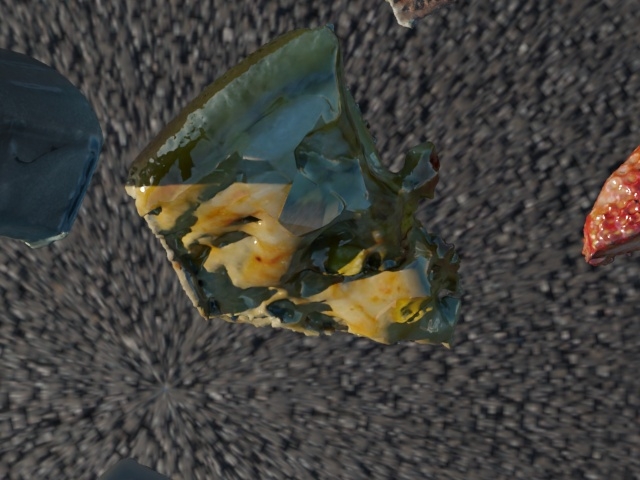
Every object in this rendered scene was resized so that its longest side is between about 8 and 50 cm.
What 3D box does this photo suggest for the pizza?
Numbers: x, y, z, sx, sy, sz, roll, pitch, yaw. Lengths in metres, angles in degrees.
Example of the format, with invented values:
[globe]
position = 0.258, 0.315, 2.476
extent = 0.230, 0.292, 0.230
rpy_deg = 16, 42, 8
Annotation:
[pizza]
position = 0.000, 0.000, 1.066
extent = 0.189, 0.297, 0.071
rpy_deg = -32, 46, 3

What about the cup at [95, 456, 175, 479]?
[cup]
position = -0.049, 0.239, 0.950
extent = 0.301, 0.227, 0.257
rpy_deg = -41, 94, 13

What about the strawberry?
[strawberry]
position = 0.375, -0.062, 1.673
extent = 0.236, 0.175, 0.106
rpy_deg = -6, 68, -33

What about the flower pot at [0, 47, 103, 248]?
[flower pot]
position = -0.238, -0.066, 0.874
extent = 0.229, 0.108, 0.103
rpy_deg = 16, 95, 30

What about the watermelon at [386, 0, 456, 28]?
[watermelon]
position = 0.058, -0.304, 1.255
extent = 0.262, 0.201, 0.213
rpy_deg = 6, 52, -29
